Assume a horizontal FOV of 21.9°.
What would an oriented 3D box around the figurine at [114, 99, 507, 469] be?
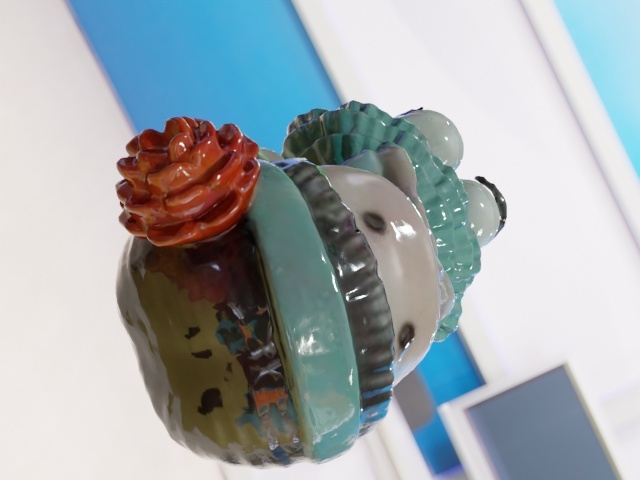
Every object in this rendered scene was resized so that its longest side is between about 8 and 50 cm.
[{"bbox_3d":[0.000,0.000,0.669,0.138,0.110,0.245,61,26,-4],"label":"figurine"}]
